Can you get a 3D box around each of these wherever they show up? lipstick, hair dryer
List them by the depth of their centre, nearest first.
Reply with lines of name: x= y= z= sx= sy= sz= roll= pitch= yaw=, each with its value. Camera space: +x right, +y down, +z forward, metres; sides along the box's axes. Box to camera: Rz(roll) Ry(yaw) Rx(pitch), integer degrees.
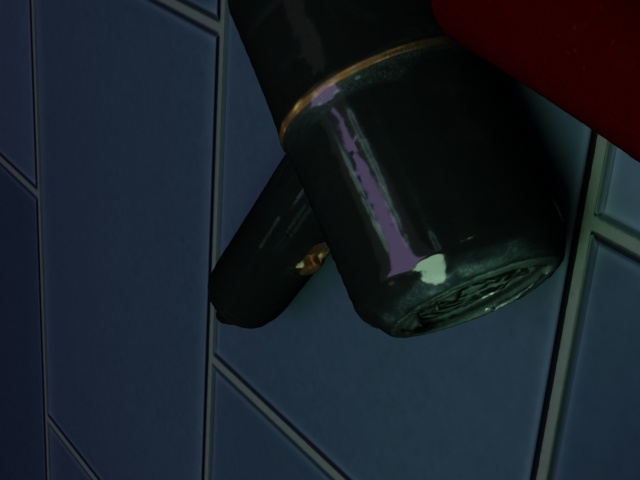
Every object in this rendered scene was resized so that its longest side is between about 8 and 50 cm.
lipstick: x=0.136 y=-0.056 z=0.428 sx=0.241 sy=0.080 sz=0.080 roll=46 pitch=137 yaw=40
hair dryer: x=0.000 y=0.000 z=0.664 sx=0.189 sy=0.107 sz=0.352 roll=68 pitch=155 yaw=18
